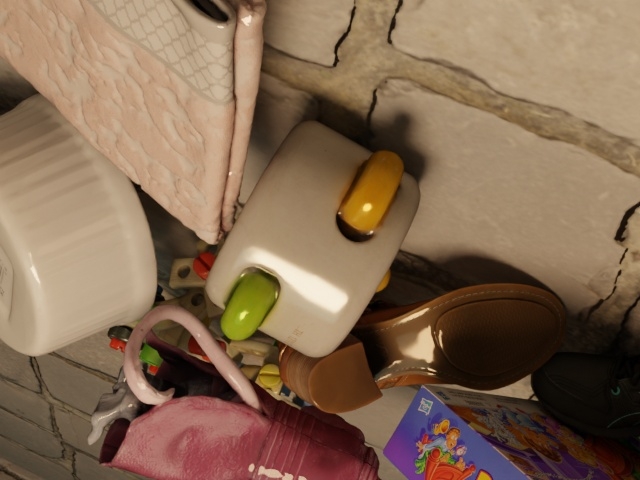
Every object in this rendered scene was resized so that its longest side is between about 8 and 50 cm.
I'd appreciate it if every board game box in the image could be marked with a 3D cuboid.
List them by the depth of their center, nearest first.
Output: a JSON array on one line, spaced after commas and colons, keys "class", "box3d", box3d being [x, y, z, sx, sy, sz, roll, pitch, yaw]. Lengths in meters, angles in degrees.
[{"class": "board game box", "box3d": [0.253, 0.246, 0.930, 0.347, 0.078, 0.233, 16, -162, -47]}]

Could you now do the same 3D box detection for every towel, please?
[{"class": "towel", "box3d": [-0.187, -0.178, 0.824, 0.332, 0.053, 0.317, 42, 153, 13]}]

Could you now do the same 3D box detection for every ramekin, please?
[{"class": "ramekin", "box3d": [-0.313, -0.009, 1.084, 0.277, 0.135, 0.277, 31, 135, 36]}]

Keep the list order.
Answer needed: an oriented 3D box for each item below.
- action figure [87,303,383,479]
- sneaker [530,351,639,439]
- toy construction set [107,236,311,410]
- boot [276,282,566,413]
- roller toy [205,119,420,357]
[{"class": "action figure", "box3d": [-0.049, 0.210, 1.072, 0.370, 0.248, 0.276, 23, 130, -5]}, {"class": "sneaker", "box3d": [0.337, 0.135, 0.949, 0.267, 0.101, 0.106, 8, 131, 20]}, {"class": "toy construction set", "box3d": [-0.131, 0.128, 1.238, 0.215, 0.151, 0.328, 14, 147, 26]}, {"class": "boot", "box3d": [0.092, 0.102, 1.043, 0.220, 0.283, 0.109, -157, 47, -78]}, {"class": "roller toy", "box3d": [0.000, 0.000, 0.902, 0.146, 0.209, 0.191, 30, -171, -2]}]
